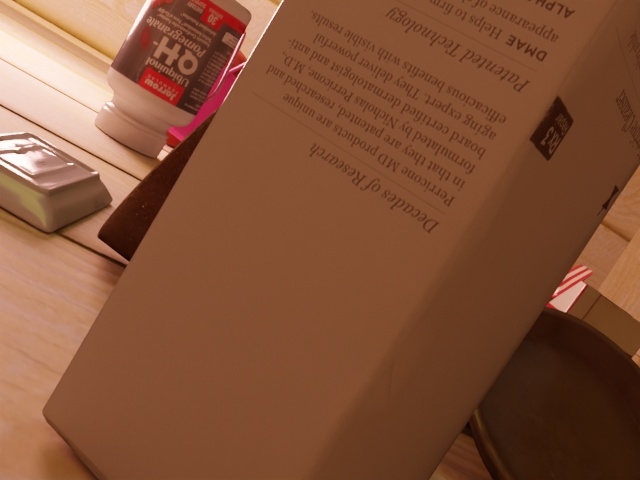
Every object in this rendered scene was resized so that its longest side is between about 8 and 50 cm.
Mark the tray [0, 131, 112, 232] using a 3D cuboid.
[{"bbox_3d":[-0.298,-0.073,0.865,0.145,0.030,0.270,30,7,-6],"label":"tray"}]

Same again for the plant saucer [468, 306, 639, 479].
[{"bbox_3d":[0.252,0.189,0.836,0.277,0.041,0.278,19,45,-21],"label":"plant saucer"}]

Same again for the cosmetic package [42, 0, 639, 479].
[{"bbox_3d":[0.047,-0.015,0.469,0.156,0.385,0.217,34,9,27],"label":"cosmetic package"}]

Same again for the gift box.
[{"bbox_3d":[0.607,0.202,2.025,0.258,0.255,0.276,32,3,-16],"label":"gift box"}]

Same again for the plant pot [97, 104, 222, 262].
[{"bbox_3d":[-0.052,0.004,0.802,0.230,0.215,0.215,46,5,-5],"label":"plant pot"}]

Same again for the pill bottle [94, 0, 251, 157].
[{"bbox_3d":[-0.275,-0.318,1.521,0.176,0.318,0.176,31,7,-4],"label":"pill bottle"}]

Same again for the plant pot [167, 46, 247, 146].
[{"bbox_3d":[-0.295,-0.335,1.935,0.272,0.272,0.265,31,14,-8],"label":"plant pot"}]

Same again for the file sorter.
[{"bbox_3d":[-0.136,-0.253,1.722,0.182,0.202,0.290,-13,-42,46],"label":"file sorter"}]
